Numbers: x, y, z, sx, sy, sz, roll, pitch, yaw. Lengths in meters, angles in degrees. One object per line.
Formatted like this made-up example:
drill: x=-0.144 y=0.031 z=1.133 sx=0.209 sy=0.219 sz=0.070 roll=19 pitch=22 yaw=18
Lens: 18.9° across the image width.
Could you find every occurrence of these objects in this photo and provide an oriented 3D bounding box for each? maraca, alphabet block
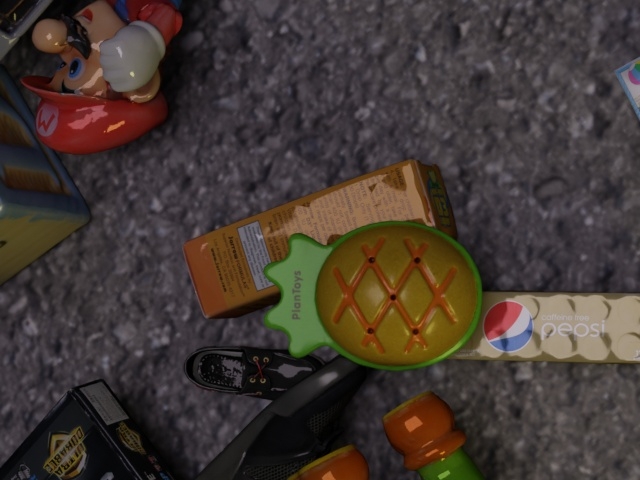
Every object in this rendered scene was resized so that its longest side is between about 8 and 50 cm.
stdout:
maraca: x=0.044 y=0.047 z=1.623 sx=0.186 sy=0.099 sz=0.127 roll=0 pitch=87 yaw=5
alphabet block: x=-0.369 y=-0.048 z=1.793 sx=0.197 sy=0.192 sz=0.193 roll=-35 pitch=75 yaw=14

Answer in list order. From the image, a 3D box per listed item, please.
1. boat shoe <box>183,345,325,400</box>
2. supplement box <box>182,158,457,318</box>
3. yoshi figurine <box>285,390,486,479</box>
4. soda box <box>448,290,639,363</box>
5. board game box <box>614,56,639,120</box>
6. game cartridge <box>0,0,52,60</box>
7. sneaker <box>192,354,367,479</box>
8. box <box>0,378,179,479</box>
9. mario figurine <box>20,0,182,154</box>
boat shoe: x=-0.060 y=0.121 z=1.755 sx=0.133 sy=0.042 sz=0.049 roll=3 pitch=87 yaw=18
supplement box: x=0.000 y=0.000 z=1.718 sx=0.233 sy=0.078 sz=0.080 roll=-22 pitch=81 yaw=18
yoshi figurine: x=0.127 y=0.320 z=1.610 sx=0.203 sy=0.203 sz=0.362 roll=-40 pitch=76 yaw=32
soda box: x=0.199 y=0.074 z=1.655 sx=0.181 sy=0.058 sz=0.061 roll=0 pitch=88 yaw=20
board game box: x=0.342 y=-0.135 z=1.629 sx=0.154 sy=0.026 sz=0.103 roll=-28 pitch=79 yaw=17
game cartridge: x=-0.247 y=-0.304 z=1.768 sx=0.062 sy=0.198 sz=0.297 roll=36 pitch=109 yaw=-25
sneaker: x=-0.009 y=0.199 z=1.700 sx=0.130 sy=0.087 sz=0.227 roll=46 pitch=117 yaw=9
box: x=-0.223 y=0.262 z=1.771 sx=0.220 sy=0.051 sz=0.175 roll=-46 pitch=74 yaw=29
mario figurine: x=-0.186 y=-0.232 z=1.737 sx=0.170 sy=0.198 sz=0.320 roll=25 pitch=92 yaw=6
